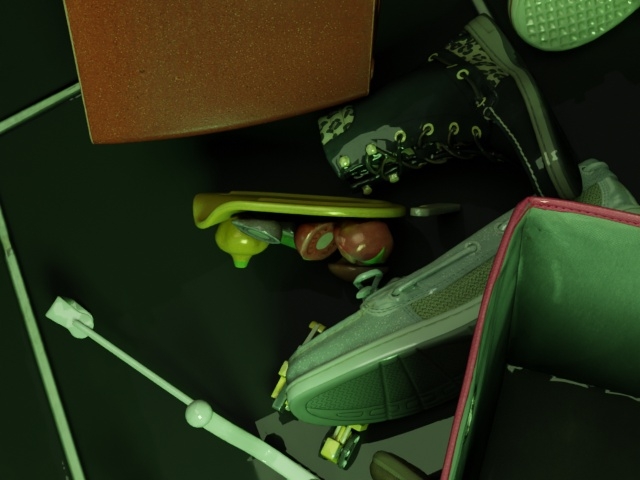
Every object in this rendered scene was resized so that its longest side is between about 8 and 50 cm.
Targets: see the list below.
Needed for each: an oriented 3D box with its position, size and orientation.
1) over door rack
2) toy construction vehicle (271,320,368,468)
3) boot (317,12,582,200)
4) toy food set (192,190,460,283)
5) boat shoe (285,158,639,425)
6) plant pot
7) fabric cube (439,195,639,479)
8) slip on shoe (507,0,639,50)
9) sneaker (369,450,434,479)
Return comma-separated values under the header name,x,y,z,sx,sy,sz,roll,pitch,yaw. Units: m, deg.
name,x,y,z,sx,sy,sz,roll,pitch,yaw
over door rack,-0.178,0.217,0.939,0.324,0.108,0.239,31,83,23
toy construction vehicle,0.004,0.126,0.951,0.086,0.035,0.098,26,82,22
boot,0.100,-0.076,0.931,0.178,0.085,0.236,-28,38,10
toy food set,0.000,0.000,0.954,0.218,0.128,0.071,4,95,13
boat shoe,0.111,0.044,0.905,0.320,0.118,0.103,-29,57,0
plant pot,-0.062,-0.251,0.951,0.236,0.267,0.267,5,50,3
fabric cube,0.211,0.162,0.714,0.259,0.258,0.254,13,63,12
slip on shoe,0.265,-0.310,0.982,0.331,0.123,0.101,-60,23,3
sneaker,0.096,0.240,0.872,0.188,0.066,0.071,39,88,24
